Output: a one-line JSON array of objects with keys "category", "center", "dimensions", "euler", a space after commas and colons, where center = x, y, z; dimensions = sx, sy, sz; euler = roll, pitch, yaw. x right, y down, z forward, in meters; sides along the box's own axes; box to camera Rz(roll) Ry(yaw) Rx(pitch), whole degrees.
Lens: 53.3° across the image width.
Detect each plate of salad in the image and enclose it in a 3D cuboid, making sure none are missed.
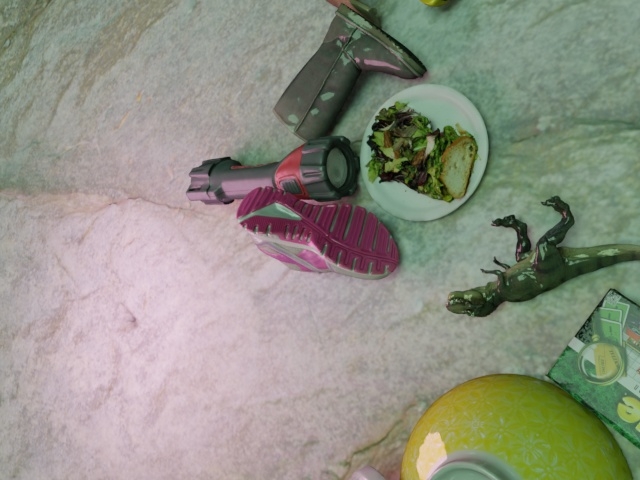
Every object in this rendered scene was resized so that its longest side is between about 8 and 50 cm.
[{"category": "plate of salad", "center": [0.139, -0.127, 0.913], "dimensions": [0.200, 0.048, 0.199], "euler": [-1, 88, 33]}]

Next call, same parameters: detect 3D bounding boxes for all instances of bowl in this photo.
[{"category": "bowl", "center": [0.203, 0.308, 0.751], "dimensions": [0.290, 0.156, 0.289], "euler": [-5, 81, 34]}]

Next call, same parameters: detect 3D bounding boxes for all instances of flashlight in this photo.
[{"category": "flashlight", "center": [-0.083, -0.110, 1.049], "dimensions": [0.304, 0.103, 0.103], "euler": [1, 80, 40]}]

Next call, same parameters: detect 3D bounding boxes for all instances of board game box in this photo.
[{"category": "board game box", "center": [0.399, 0.182, 0.709], "dimensions": [0.260, 0.030, 0.136], "euler": [39, 108, 32]}]

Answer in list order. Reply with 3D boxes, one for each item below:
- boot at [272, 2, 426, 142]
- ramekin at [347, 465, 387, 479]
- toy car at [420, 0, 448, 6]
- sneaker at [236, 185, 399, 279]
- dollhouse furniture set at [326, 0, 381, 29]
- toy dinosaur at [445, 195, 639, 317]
[{"category": "boot", "center": [0.039, -0.234, 0.990], "dimensions": [0.190, 0.076, 0.208], "euler": [43, 110, 22]}, {"category": "ramekin", "center": [0.060, 0.402, 0.796], "dimensions": [0.109, 0.207, 0.207], "euler": [-22, 64, -16]}, {"category": "toy car", "center": [0.240, -0.455, 0.893], "dimensions": [0.239, 0.053, 0.224], "euler": [-11, 77, 33]}, {"category": "sneaker", "center": [0.000, 0.000, 0.976], "dimensions": [0.252, 0.111, 0.103], "euler": [21, 66, 16]}, {"category": "dollhouse furniture set", "center": [0.072, -0.440, 0.969], "dimensions": [0.123, 0.144, 0.151], "euler": [41, 92, 27]}, {"category": "toy dinosaur", "center": [0.279, 0.014, 0.800], "dimensions": [0.268, 0.064, 0.118], "euler": [-22, 78, 29]}]
